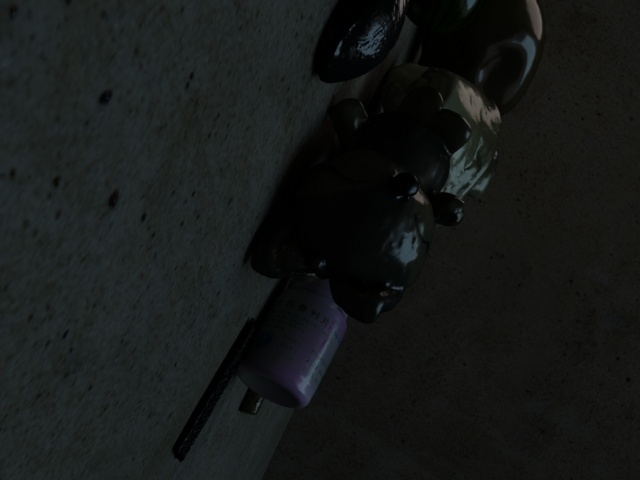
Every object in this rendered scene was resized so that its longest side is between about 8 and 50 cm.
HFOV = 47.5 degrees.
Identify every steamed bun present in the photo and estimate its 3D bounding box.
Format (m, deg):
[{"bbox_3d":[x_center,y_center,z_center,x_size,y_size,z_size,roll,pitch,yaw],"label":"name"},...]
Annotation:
[{"bbox_3d":[0.227,-0.180,1.440,0.339,0.248,0.352,-96,-169,-55],"label":"steamed bun"}]

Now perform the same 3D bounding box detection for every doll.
[{"bbox_3d":[0.067,-0.018,1.141,0.382,0.252,0.378,-53,168,-28],"label":"doll"}]

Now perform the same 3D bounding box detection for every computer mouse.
[{"bbox_3d":[0.069,-0.281,0.919,0.122,0.074,0.217,99,16,-63],"label":"computer mouse"}]

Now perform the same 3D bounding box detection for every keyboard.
[{"bbox_3d":[-0.169,0.243,1.197,0.250,0.017,0.087,-60,172,-29],"label":"keyboard"}]

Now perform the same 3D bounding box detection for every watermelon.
[{"bbox_3d":[0.199,-0.418,1.127,0.140,0.141,0.187,-48,159,-65],"label":"watermelon"}]

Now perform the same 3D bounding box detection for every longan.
[{"bbox_3d":[0.365,-0.441,1.640,0.288,0.289,0.349,-54,147,-54],"label":"longan"}]

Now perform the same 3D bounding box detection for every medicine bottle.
[{"bbox_3d":[-0.037,0.171,1.359,0.152,0.152,0.254,101,15,-61],"label":"medicine bottle"}]

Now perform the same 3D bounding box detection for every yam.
[{"bbox_3d":[-0.143,0.345,1.607,0.043,0.043,0.094,47,67,-82],"label":"yam"}]
